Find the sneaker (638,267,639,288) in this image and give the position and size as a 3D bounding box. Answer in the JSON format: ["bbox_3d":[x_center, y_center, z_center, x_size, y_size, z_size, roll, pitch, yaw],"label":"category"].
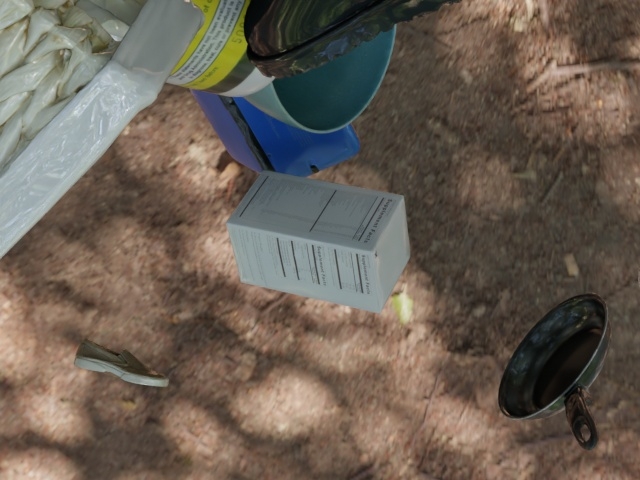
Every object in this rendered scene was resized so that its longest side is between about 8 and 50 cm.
[{"bbox_3d":[0.442,0.012,1.387,0.051,0.134,0.070,20,141,15],"label":"sneaker"}]

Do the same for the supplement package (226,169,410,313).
[{"bbox_3d":[0.000,0.000,1.694,0.244,0.139,0.134,12,137,23],"label":"supplement package"}]

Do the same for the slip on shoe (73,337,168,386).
[{"bbox_3d":[-0.277,0.173,1.536,0.135,0.051,0.041,15,84,3],"label":"slip on shoe"}]

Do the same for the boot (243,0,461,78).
[{"bbox_3d":[-0.015,-0.214,0.634,0.207,0.094,0.246,47,148,-22],"label":"boot"}]

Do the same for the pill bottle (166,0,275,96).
[{"bbox_3d":[-0.178,-0.225,0.778,0.333,0.188,0.188,9,118,-33],"label":"pill bottle"}]

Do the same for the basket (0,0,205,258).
[{"bbox_3d":[-0.140,-0.050,0.405,0.167,0.113,0.103,-40,107,21],"label":"basket"}]

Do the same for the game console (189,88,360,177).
[{"bbox_3d":[-0.103,-0.251,1.851,0.250,0.173,0.293,-22,127,11],"label":"game console"}]

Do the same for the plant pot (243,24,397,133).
[{"bbox_3d":[-0.054,-0.309,1.524,0.195,0.290,0.290,16,115,36],"label":"plant pot"}]

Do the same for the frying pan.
[{"bbox_3d":[0.321,0.156,1.348,0.053,0.326,0.197,38,82,-13],"label":"frying pan"}]
